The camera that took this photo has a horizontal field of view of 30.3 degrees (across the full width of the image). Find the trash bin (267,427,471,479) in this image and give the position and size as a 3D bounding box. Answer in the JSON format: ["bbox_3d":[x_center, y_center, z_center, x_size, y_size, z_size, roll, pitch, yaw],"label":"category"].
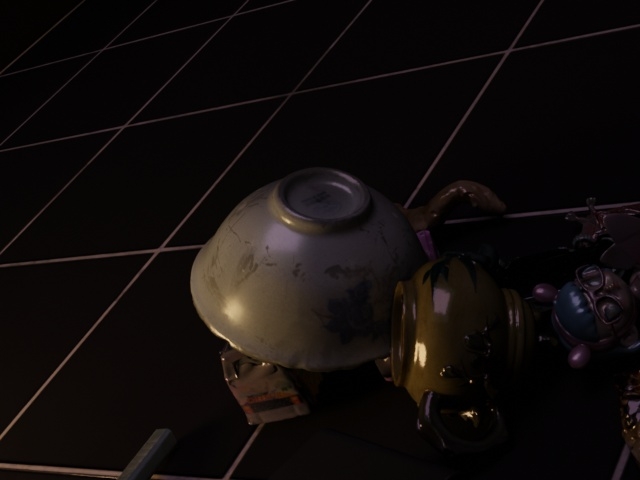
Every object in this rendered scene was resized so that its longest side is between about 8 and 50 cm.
[{"bbox_3d":[0.041,0.291,1.184,0.165,0.115,0.225,-43,26,-21],"label":"trash bin"}]

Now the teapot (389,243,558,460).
[{"bbox_3d":[0.174,0.118,1.316,0.183,0.173,0.269,2,56,-4],"label":"teapot"}]

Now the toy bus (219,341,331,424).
[{"bbox_3d":[-0.040,0.091,1.562,0.113,0.138,0.317,-16,32,22],"label":"toy bus"}]

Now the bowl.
[{"bbox_3d":[0.000,0.000,1.439,0.314,0.146,0.313,4,40,-3],"label":"bowl"}]

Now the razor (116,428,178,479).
[{"bbox_3d":[-0.256,0.332,1.448,0.111,0.056,0.278,-12,32,34],"label":"razor"}]

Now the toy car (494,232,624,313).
[{"bbox_3d":[0.270,0.051,1.420,0.205,0.056,0.095,-15,32,22],"label":"toy car"}]

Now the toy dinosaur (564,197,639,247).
[{"bbox_3d":[0.362,-0.022,1.486,0.220,0.032,0.108,-31,24,-8],"label":"toy dinosaur"}]

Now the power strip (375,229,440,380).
[{"bbox_3d":[0.115,0.080,1.541,0.109,0.037,0.279,-25,28,10],"label":"power strip"}]

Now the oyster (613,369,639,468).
[{"bbox_3d":[0.340,0.211,1.078,0.129,0.078,0.345,-34,29,9],"label":"oyster"}]

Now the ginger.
[{"bbox_3d":[0.132,-0.032,1.692,0.288,0.075,0.089,-16,25,32],"label":"ginger"}]

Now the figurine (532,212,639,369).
[{"bbox_3d":[0.378,0.065,1.275,0.260,0.103,0.205,-26,63,3],"label":"figurine"}]
